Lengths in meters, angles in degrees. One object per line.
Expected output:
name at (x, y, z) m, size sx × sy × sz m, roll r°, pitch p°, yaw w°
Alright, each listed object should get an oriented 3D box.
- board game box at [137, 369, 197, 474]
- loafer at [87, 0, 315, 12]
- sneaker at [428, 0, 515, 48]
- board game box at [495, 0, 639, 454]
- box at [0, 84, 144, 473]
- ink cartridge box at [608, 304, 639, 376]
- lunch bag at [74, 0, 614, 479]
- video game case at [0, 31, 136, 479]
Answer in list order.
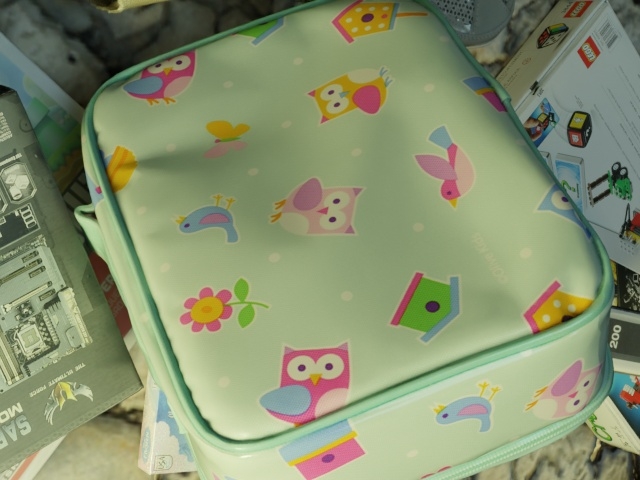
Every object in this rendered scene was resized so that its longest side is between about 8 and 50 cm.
board game box at (-0.068, 0.100, 0.808) m, size 0.090 × 0.020 × 0.090 m, roll 2°, pitch 98°, yaw -34°
loafer at (-0.092, -0.166, 0.698) m, size 0.269 × 0.102 × 0.092 m, roll 13°, pitch 93°, yaw -26°
sneaker at (0.069, -0.230, 0.763) m, size 0.105 × 0.115 × 0.281 m, roll -40°, pitch 129°, yaw -20°
board game box at (0.214, -0.005, 0.962) m, size 0.193 × 0.053 × 0.305 m, roll -50°, pitch 122°, yaw -18°
box at (-0.225, 0.050, 0.633) m, size 0.233 × 0.059 × 0.183 m, roll -30°, pitch 115°, yaw -23°
ink cartridge box at (0.091, 0.046, 0.794) m, size 0.208 × 0.206 × 0.045 m, roll 11°, pitch 87°, yaw -36°
lunch bag at (0.000, 0.000, 0.643) m, size 0.224 × 0.279 × 0.108 m, roll -23°, pitch 138°, yaw -4°
video game case at (-0.210, -0.011, 0.685) m, size 0.285 × 0.025 × 0.204 m, roll 45°, pitch 74°, yaw -32°
